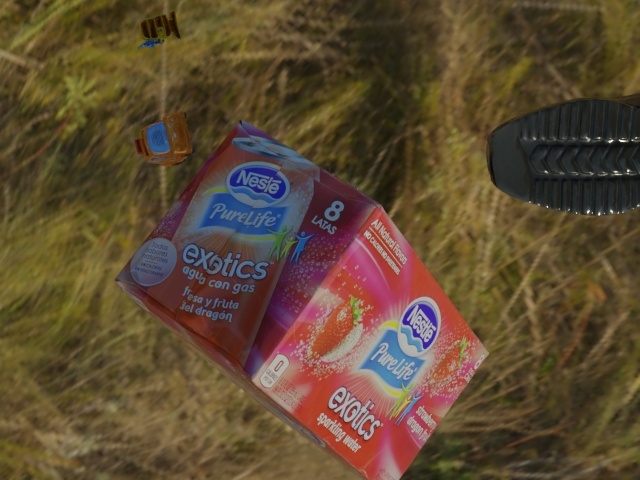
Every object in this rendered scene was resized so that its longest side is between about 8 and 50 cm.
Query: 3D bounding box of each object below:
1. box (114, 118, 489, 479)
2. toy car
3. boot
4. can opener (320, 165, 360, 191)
[{"bbox_3d":[-0.001,0.051,0.971,0.123,0.257,0.128,32,80,30],"label":"box"},{"bbox_3d":[-0.127,-0.112,1.156,0.040,0.060,0.122,-13,102,-21],"label":"toy car"},{"bbox_3d":[0.196,-0.069,1.020,0.198,0.137,0.077,-4,104,-8],"label":"boot"},{"bbox_3d":[0.000,0.000,1.196,0.059,0.073,0.186,38,21,-21],"label":"can opener"}]
